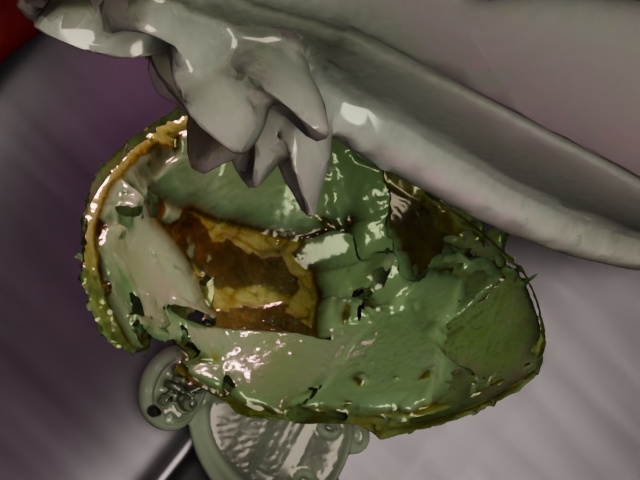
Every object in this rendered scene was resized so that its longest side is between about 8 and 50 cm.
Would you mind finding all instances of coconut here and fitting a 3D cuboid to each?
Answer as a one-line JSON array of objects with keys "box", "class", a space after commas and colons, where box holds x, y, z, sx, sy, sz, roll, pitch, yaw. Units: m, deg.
[{"box": [-0.001, 0.004, 0.573, 0.158, 0.055, 0.133, 26, 58, -10], "class": "coconut"}]

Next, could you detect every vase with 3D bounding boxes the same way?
[{"box": [0.043, -0.117, 0.456, 0.445, 0.250, 0.250, 4, 89, -32], "class": "vase"}]

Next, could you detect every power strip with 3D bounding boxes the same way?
[{"box": [-0.022, 0.063, 0.583, 0.083, 0.035, 0.055, 27, 83, -15], "class": "power strip"}]

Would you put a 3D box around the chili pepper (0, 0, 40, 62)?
[{"box": [-0.175, -0.082, 0.522, 0.368, 0.092, 0.137, -30, 81, -16], "class": "chili pepper"}]
